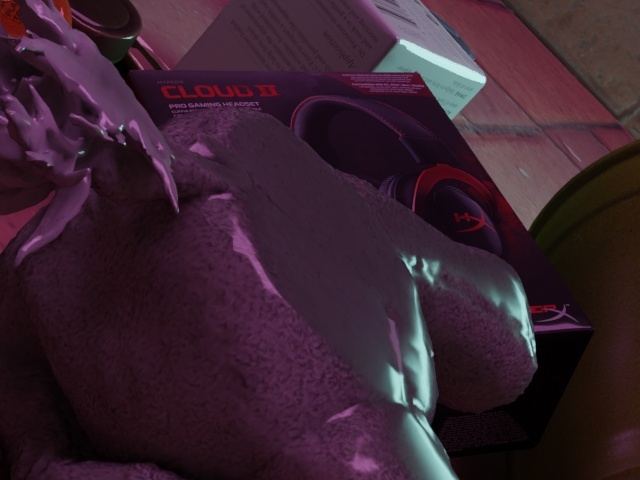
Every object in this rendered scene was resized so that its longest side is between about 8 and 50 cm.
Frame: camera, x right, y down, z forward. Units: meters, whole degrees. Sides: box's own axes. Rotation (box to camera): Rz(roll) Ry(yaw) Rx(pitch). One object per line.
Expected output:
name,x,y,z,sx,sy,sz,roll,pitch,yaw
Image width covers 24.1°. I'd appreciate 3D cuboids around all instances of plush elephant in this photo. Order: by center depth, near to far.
plush elephant,-0.085,0.085,0.549,0.330,0.255,0.272,40,27,-34

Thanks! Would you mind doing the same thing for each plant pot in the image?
plant pot,0.273,0.153,1.010,0.366,0.366,0.353,42,31,-5

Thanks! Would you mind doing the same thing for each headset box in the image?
headset box,0.000,0.000,0.946,0.218,0.110,0.293,-2,42,-25

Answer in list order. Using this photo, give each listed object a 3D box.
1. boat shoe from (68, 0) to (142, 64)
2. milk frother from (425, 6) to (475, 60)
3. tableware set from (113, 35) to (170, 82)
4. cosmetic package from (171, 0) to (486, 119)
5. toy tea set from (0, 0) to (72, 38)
boat shoe,-0.257,-0.195,0.982,0.307,0.104,0.110,47,28,14
milk frother,0.095,-0.149,1.542,0.143,0.135,0.129,50,20,17
tableware set,-0.185,-0.143,1.053,0.039,0.128,0.194,-38,82,-26
cosmetic package,0.003,-0.131,1.239,0.151,0.184,0.151,12,37,-55
toy tea set,-0.289,-0.153,0.863,0.200,0.124,0.336,-28,74,-39
